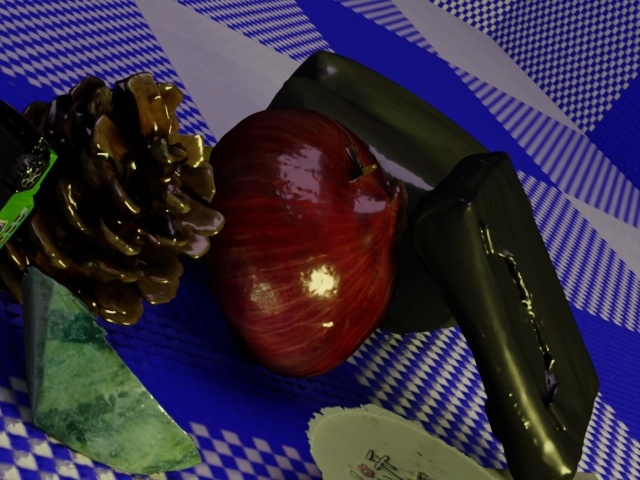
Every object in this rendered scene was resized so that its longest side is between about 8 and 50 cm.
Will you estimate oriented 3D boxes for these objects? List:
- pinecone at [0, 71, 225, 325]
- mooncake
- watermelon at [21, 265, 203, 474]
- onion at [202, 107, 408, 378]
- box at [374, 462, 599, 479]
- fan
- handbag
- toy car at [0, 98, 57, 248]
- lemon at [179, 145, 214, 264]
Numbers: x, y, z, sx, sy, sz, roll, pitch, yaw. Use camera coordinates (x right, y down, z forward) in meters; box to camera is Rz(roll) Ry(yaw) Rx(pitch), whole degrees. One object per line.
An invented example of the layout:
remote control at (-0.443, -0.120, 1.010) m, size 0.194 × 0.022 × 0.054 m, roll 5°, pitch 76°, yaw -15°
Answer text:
pinecone at (-0.162, -0.035, 1.007) m, size 0.179 × 0.204 × 0.184 m, roll 17°, pitch 39°, yaw -38°
mooncake at (0.057, -0.051, 1.456) m, size 0.351 × 0.187 × 0.351 m, roll 30°, pitch 17°, yaw -10°
watermelon at (-0.157, 0.099, 0.922) m, size 0.180 × 0.081 × 0.094 m, roll 52°, pitch 3°, yaw -2°
onion at (-0.010, 0.004, 1.147) m, size 0.161 × 0.248 × 0.248 m, roll 16°, pitch 7°, yaw 30°
box at (0.184, 0.277, 1.089) m, size 0.343 × 0.065 × 0.200 m, roll 13°, pitch 30°, yaw -49°
fan at (0.160, 0.252, 0.982) m, size 0.415 × 0.012 × 0.233 m, roll 35°, pitch 20°, yaw 6°
handbag at (0.164, 0.064, 1.193) m, size 0.244 × 0.088 × 0.275 m, roll -44°, pitch 115°, yaw -70°
toy car at (-0.241, -0.017, 0.898) m, size 0.071 × 0.165 × 0.062 m, roll 42°, pitch 7°, yaw 16°
lemon at (-0.106, -0.034, 1.248) m, size 0.109 × 0.109 × 0.133 m, roll 16°, pitch 42°, yaw -45°
